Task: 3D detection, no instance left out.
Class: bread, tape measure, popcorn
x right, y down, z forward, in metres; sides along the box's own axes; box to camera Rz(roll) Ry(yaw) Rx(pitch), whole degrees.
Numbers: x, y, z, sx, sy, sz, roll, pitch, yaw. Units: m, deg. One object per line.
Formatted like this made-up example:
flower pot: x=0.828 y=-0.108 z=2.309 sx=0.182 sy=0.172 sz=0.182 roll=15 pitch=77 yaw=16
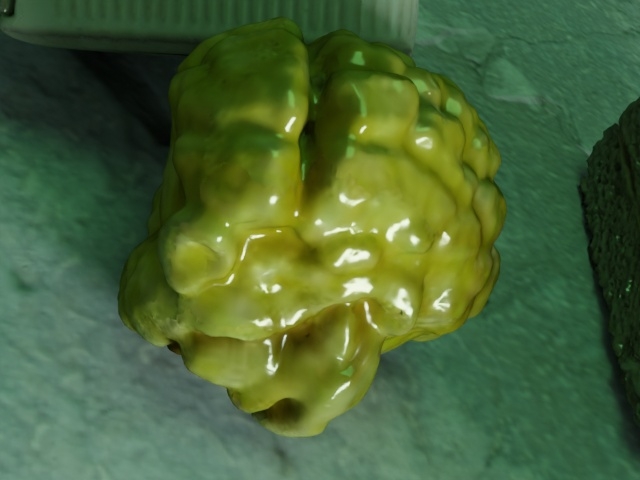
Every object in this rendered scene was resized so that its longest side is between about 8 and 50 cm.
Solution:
bread: x=0.295 y=0.035 z=0.984 sx=0.183 sy=0.102 sz=0.337 roll=22 pitch=39 yaw=-17
tape measure: x=-0.074 y=-0.174 z=0.849 sx=0.271 sy=0.132 sz=0.231 roll=1 pitch=7 yaw=2
popcorn: x=0.000 y=0.000 z=0.727 sx=0.200 sy=0.226 sz=0.203 roll=12 pitch=70 yaw=0
